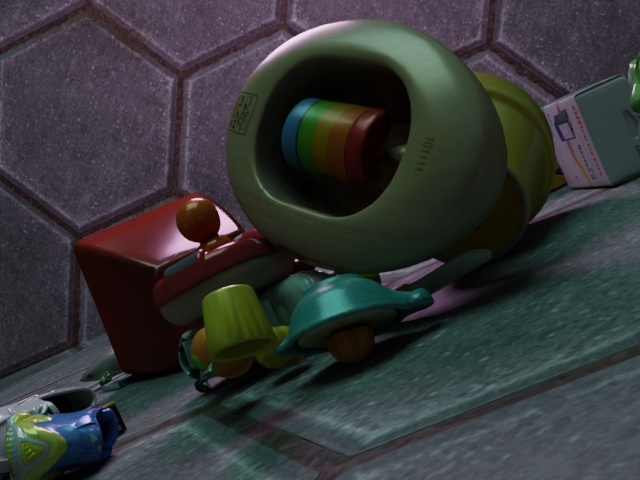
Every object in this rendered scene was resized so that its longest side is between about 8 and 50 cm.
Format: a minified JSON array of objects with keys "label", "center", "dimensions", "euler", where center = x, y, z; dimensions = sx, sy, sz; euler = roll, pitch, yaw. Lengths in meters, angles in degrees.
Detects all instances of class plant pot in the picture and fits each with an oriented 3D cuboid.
[{"label":"plant pot","center":[0.207,-0.088,1.250],"dimensions":[0.254,0.254,0.239],"euler":[-23,18,19]},{"label":"plant pot","center":[-0.233,0.084,1.563],"dimensions":[0.267,0.267,0.236],"euler":[-26,17,-29]}]

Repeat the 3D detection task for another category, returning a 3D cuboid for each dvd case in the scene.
[{"label":"dvd case","center":[-0.348,0.251,1.680],"dimensions":[0.119,0.013,0.087],"euler":[-26,3,-37]}]

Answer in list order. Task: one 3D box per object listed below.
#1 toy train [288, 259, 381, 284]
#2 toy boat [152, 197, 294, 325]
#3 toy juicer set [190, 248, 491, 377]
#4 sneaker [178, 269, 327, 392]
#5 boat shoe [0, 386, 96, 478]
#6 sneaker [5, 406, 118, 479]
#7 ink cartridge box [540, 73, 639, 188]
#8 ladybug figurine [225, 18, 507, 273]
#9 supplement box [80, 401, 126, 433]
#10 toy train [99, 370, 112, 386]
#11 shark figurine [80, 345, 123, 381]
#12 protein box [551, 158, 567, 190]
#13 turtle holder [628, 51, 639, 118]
[{"label":"toy train","center":[0.027,0.068,1.264],"dimensions":[0.144,0.105,0.248],"euler":[-11,-4,-29]},{"label":"toy boat","center":[-0.138,0.013,1.164],"dimensions":[0.151,0.151,0.231],"euler":[-29,-5,18]},{"label":"toy juicer set","center":[0.015,0.103,0.971],"dimensions":[0.329,0.089,0.209],"euler":[-9,-22,-25]},{"label":"sneaker","center":[-0.088,0.122,1.129],"dimensions":[0.151,0.094,0.256],"euler":[-20,-10,-38]},{"label":"boat shoe","center":[-0.414,0.263,1.275],"dimensions":[0.084,0.095,0.258],"euler":[-28,3,17]},{"label":"sneaker","center":[-0.310,0.247,1.065],"dimensions":[0.126,0.091,0.240],"euler":[-6,-3,-20]},{"label":"ink cartridge box","center":[0.444,-0.171,1.433],"dimensions":[0.093,0.154,0.212],"euler":[-25,4,-2]},{"label":"ladybug figurine","center":[0.052,-0.112,1.097],"dimensions":[0.162,0.304,0.449],"euler":[14,7,-44]},{"label":"supplement box","center":[-0.303,0.246,1.171],"dimensions":[0.055,0.043,0.083],"euler":[-27,5,-38]},{"label":"toy train","center":[-0.416,0.270,1.715],"dimensions":[0.024,0.017,0.083],"euler":[-34,-6,-22]},{"label":"shark figurine","center":[-0.366,0.189,1.837],"dimensions":[0.166,0.116,0.278],"euler":[-26,3,35]},{"label":"protein box","center":[0.367,-0.143,1.708],"dimensions":[0.200,0.135,0.201],"euler":[-25,3,-22]},{"label":"turtle holder","center":[0.413,-0.161,0.867],"dimensions":[0.321,0.227,0.243],"euler":[-25,4,-7]}]
